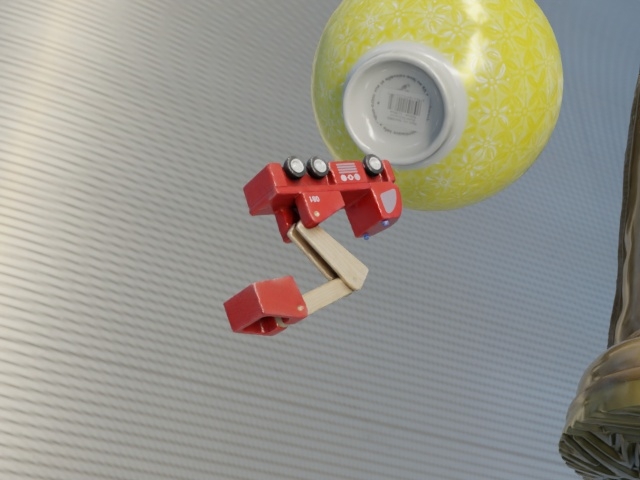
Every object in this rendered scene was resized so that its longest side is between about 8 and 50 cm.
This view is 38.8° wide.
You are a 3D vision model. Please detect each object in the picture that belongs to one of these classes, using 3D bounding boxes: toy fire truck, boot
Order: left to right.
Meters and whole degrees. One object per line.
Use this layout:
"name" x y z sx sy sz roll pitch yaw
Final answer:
"toy fire truck" 0.000 0.000 0.744 0.192 0.047 0.135 -5 70 -40
"boot" 0.184 -0.005 0.467 0.089 0.236 0.269 8 68 16

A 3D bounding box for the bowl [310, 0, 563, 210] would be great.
"bowl" 0.104 -0.153 0.975 0.289 0.289 0.156 42 29 4
